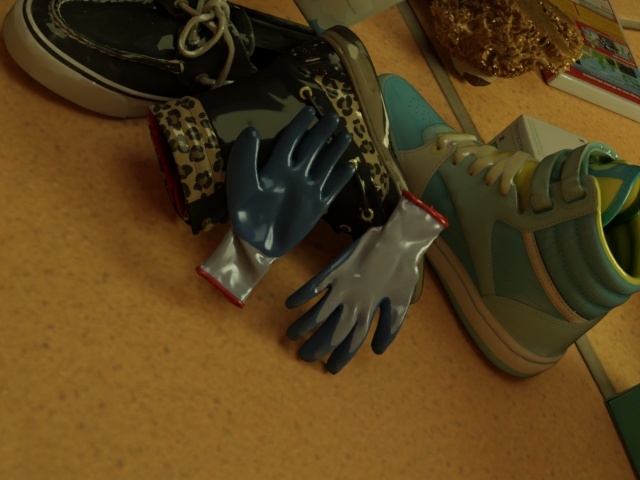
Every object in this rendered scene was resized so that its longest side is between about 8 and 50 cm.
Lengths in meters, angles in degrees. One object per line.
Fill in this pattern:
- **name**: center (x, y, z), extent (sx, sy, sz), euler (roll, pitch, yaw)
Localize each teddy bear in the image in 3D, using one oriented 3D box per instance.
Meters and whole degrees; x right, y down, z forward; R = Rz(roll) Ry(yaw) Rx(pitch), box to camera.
- **teddy bear**: center (0.196, -0.286, 1.164), extent (0.245, 0.113, 0.338), euler (23, 39, -35)

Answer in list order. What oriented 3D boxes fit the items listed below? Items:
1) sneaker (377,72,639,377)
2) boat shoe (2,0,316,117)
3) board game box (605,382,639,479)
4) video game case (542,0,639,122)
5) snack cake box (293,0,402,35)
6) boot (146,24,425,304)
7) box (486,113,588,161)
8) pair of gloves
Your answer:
- **sneaker**: center (0.169, -0.059, 0.868), extent (0.127, 0.208, 0.319), euler (-24, 76, -46)
- **boat shoe**: center (-0.093, -0.155, 0.796), extent (0.306, 0.105, 0.113), euler (12, 52, -34)
- **board game box**: center (0.418, 0.236, 0.819), extent (0.079, 0.254, 0.336), euler (7, 56, -39)
- **video game case**: center (0.347, -0.298, 1.347), extent (0.204, 0.025, 0.285), euler (14, 51, -34)
- **snack cake box**: center (0.004, -0.314, 0.847), extent (0.152, 0.089, 0.264), euler (51, 28, -34)
- **boot**: center (-0.023, -0.031, 0.778), extent (0.178, 0.085, 0.236), euler (-23, 109, -19)
- **box**: center (0.222, -0.054, 1.002), extent (0.102, 0.087, 0.101), euler (15, 50, -32)
- **pair of gloves**: center (0.000, 0.000, 0.735), extent (0.198, 0.023, 0.159), euler (38, 82, -25)
